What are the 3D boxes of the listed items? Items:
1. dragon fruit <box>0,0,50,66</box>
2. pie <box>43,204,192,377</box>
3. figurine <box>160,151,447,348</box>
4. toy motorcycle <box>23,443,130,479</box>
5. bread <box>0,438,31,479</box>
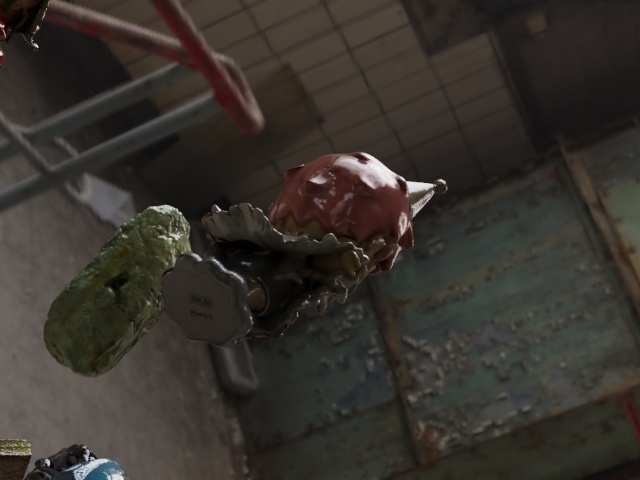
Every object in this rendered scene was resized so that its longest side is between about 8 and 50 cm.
[{"bbox_3d":[-0.369,-0.258,0.940,0.269,0.291,0.250,33,-3,-36],"label":"dragon fruit"},{"bbox_3d":[-0.245,0.069,1.384,0.090,0.248,0.201,30,-25,16],"label":"pie"},{"bbox_3d":[0.000,0.000,1.151,0.387,0.207,0.166,-27,118,-48],"label":"figurine"},{"bbox_3d":[-0.354,0.393,1.263,0.172,0.232,0.416,54,42,-22],"label":"toy motorcycle"},{"bbox_3d":[-0.467,0.316,1.543,0.090,0.094,0.035,120,-33,-43],"label":"bread"}]
